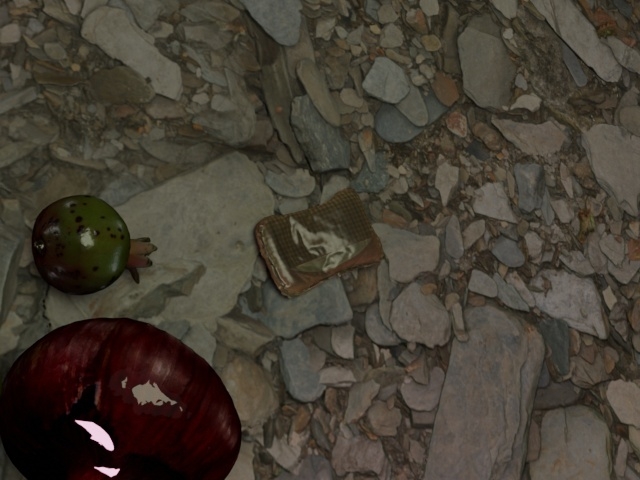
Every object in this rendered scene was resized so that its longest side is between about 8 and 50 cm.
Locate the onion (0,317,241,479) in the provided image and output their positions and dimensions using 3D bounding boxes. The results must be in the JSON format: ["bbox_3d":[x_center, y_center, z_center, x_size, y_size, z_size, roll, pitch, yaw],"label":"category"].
[{"bbox_3d":[-0.230,0.226,0.812,0.273,0.273,0.285,37,38,-14],"label":"onion"}]

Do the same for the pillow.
[{"bbox_3d":[0.001,0.003,1.160,0.211,0.034,0.135,-22,86,-32],"label":"pillow"}]

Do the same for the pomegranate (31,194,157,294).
[{"bbox_3d":[-0.296,0.008,0.950,0.129,0.159,0.129,-2,83,14],"label":"pomegranate"}]

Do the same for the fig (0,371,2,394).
[{"bbox_3d":[-0.462,0.178,0.752,0.233,0.314,0.233,26,28,-15],"label":"fig"}]
